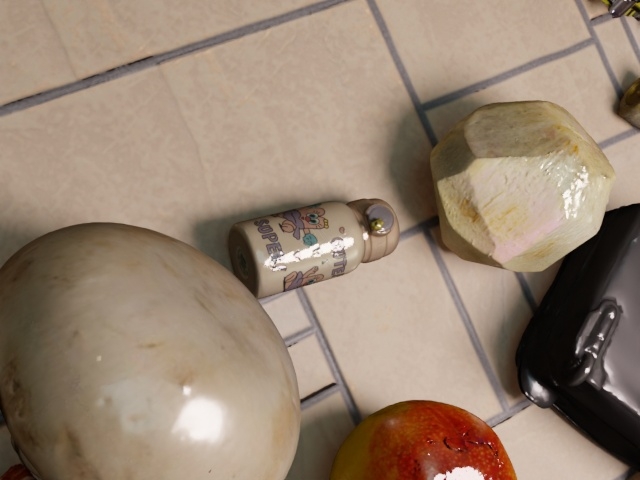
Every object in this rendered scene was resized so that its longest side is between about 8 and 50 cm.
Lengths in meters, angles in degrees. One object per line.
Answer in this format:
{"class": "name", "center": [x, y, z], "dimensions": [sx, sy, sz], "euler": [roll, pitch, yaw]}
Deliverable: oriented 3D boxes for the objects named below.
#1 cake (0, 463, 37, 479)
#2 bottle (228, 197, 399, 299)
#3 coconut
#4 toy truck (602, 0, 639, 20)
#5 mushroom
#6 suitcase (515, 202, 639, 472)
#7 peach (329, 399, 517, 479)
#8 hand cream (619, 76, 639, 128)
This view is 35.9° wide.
{"class": "cake", "center": [-0.349, 0.372, 1.000], "dimensions": [0.262, 0.158, 0.160], "euler": [-44, 100, -23]}
{"class": "bottle", "center": [0.000, 0.000, 1.225], "dimensions": [0.209, 0.110, 0.097], "euler": [-15, 79, -22]}
{"class": "coconut", "center": [0.253, -0.068, 1.297], "dimensions": [0.237, 0.237, 0.197], "euler": [54, 27, -4]}
{"class": "toy truck", "center": [0.515, -0.367, 1.490], "dimensions": [0.285, 0.111, 0.136], "euler": [23, 43, -23]}
{"class": "mushroom", "center": [-0.197, 0.158, 1.027], "dimensions": [0.362, 0.362, 0.294], "euler": [43, 105, -8]}
{"class": "suitcase", "center": [0.472, 0.142, 1.336], "dimensions": [0.345, 0.188, 0.339], "euler": [37, 71, -9]}
{"class": "peach", "center": [0.119, 0.299, 1.156], "dimensions": [0.231, 0.231, 0.231], "euler": [4, 79, -20]}
{"class": "hand cream", "center": [0.545, -0.167, 1.488], "dimensions": [0.203, 0.084, 0.084], "euler": [33, 70, -20]}
